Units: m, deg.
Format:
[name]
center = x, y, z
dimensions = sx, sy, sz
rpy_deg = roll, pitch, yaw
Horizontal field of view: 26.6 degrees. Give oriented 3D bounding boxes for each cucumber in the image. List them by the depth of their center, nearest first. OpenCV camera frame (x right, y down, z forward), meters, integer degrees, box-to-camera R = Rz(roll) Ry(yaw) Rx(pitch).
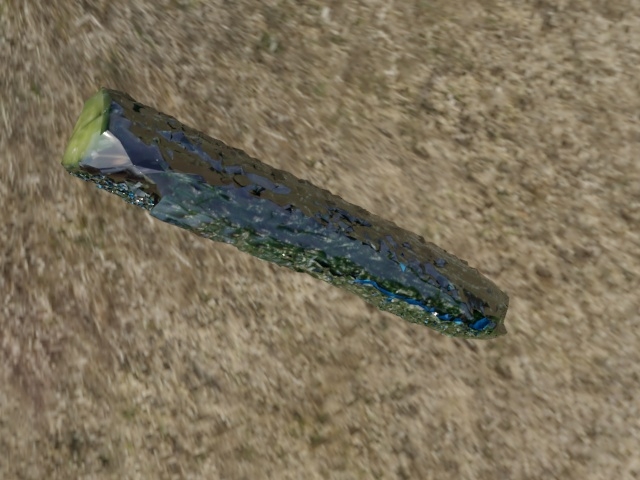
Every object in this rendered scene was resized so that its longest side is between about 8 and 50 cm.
[cucumber]
center = 0.000, -0.001, 0.625
dimensions = 0.257, 0.044, 0.043
rpy_deg = 25, 96, -33
